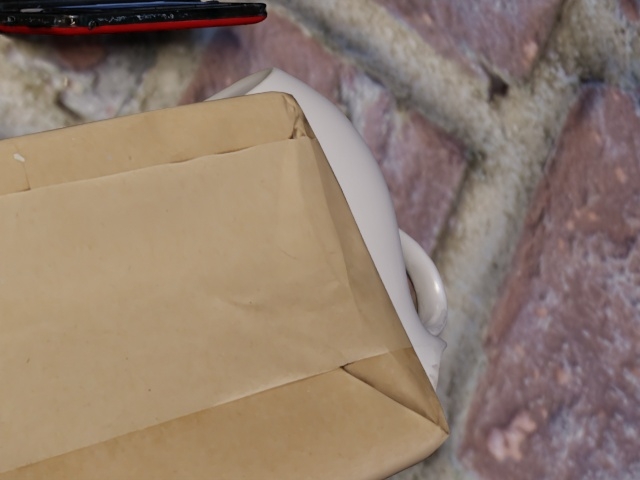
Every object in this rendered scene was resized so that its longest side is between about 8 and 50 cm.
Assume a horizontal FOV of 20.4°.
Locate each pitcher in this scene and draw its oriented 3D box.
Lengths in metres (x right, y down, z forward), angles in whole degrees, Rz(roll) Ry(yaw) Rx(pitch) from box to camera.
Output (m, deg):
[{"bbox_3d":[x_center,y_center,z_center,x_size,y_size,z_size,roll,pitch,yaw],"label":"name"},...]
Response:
[{"bbox_3d":[0.000,0.000,1.031,0.207,0.125,0.178,58,28,-13],"label":"pitcher"}]

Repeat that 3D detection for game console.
[{"bbox_3d":[-0.120,-0.165,1.031,0.144,0.124,0.085,-10,102,-37],"label":"game console"}]

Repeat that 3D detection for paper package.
[{"bbox_3d":[-0.169,0.085,0.722,0.309,0.325,0.168,-15,81,-39],"label":"paper package"}]
